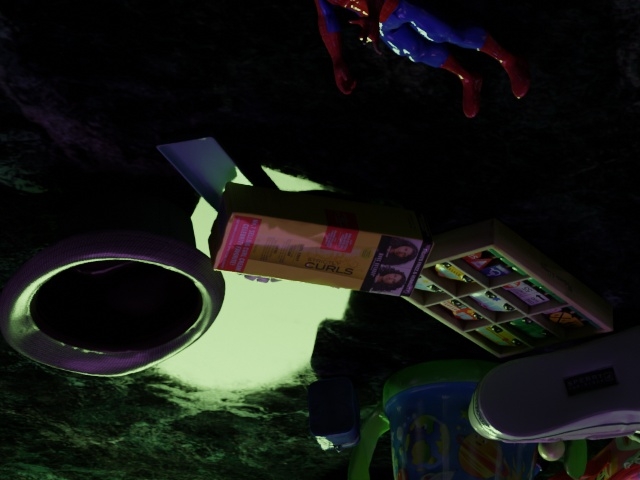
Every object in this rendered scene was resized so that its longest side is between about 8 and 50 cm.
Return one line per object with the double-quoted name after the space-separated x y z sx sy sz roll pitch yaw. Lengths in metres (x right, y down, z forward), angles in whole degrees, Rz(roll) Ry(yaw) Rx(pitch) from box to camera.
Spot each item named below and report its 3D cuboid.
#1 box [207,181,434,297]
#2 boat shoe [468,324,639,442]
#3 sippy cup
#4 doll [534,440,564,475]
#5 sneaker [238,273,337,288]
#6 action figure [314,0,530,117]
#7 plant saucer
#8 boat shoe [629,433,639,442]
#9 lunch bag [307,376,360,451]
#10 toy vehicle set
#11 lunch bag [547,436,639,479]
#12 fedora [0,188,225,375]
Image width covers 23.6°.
0.000 0.000 1.673 0.232 0.058 0.087 10 126 -18 "box"
0.359 0.195 1.924 0.367 0.135 0.156 -12 165 -10 "boat shoe"
0.196 0.308 2.096 0.240 0.224 0.305 14 150 -19 "sippy cup"
0.306 0.320 2.229 0.046 0.129 0.189 42 155 0 "doll"
-0.027 0.007 1.753 0.167 0.065 0.076 3 136 -4 "sneaker"
0.068 -0.165 1.329 0.091 0.139 0.280 -23 139 38 "action figure"
-0.104 -0.064 1.660 0.067 0.018 0.192 -8 150 21 "plant saucer"
0.458 0.237 2.008 0.088 0.096 0.267 21 180 -12 "boat shoe"
0.022 0.246 2.136 0.067 0.098 0.065 -7 153 10 "lunch bag"
0.211 0.062 1.831 0.166 0.035 0.267 -18 145 36 "toy vehicle set"
0.454 0.408 2.285 0.258 0.120 0.293 26 124 -17 "lunch bag"
-0.234 0.034 1.746 0.244 0.124 0.275 16 142 -25 "fedora"
